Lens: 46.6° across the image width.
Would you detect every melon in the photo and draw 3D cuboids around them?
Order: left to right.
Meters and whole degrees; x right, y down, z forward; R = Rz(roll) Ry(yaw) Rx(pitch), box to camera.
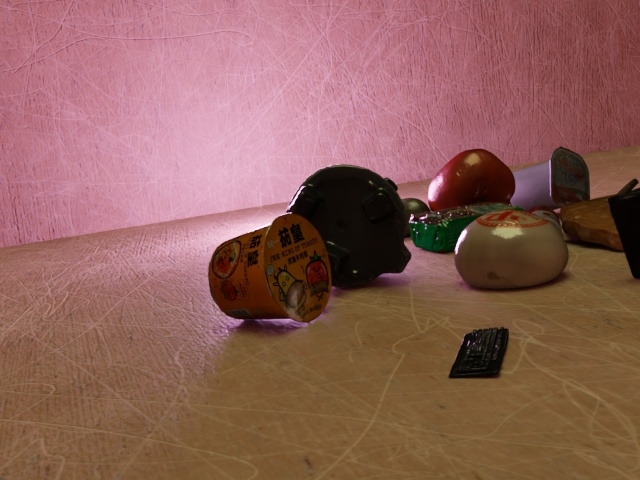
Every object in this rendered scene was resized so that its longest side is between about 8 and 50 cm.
[{"bbox_3d":[0.266,-0.071,2.239,0.114,0.114,0.167,-16,7,-43],"label":"melon"}]

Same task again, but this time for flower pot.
[{"bbox_3d":[0.073,-0.029,1.699,0.299,0.298,0.283,-6,1,8],"label":"flower pot"}]

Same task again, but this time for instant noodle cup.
[{"bbox_3d":[-0.105,0.066,1.470,0.172,0.215,0.216,-12,5,34],"label":"instant noodle cup"}]

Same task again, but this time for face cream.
[{"bbox_3d":[0.530,-0.023,1.786,0.096,0.095,0.214,-5,10,17],"label":"face cream"}]

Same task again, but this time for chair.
[{"bbox_3d":[0.639,-0.024,1.379,0.166,0.188,0.272,-16,8,41],"label":"chair"}]

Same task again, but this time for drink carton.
[{"bbox_3d":[0.691,-0.165,2.258,0.186,0.190,0.190,10,-15,-30],"label":"drink carton"}]

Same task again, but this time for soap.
[{"bbox_3d":[0.400,-0.042,2.003,0.274,0.097,0.218,-11,10,-20],"label":"soap"}]

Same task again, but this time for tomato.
[{"bbox_3d":[0.440,-0.150,2.185,0.260,0.259,0.180,-9,44,-10],"label":"tomato"}]

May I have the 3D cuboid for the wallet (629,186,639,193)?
[{"bbox_3d":[0.936,-0.113,2.182,0.245,0.052,0.169,-16,12,-19],"label":"wallet"}]

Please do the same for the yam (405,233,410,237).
[{"bbox_3d":[0.222,-0.005,2.180,0.107,0.014,0.014,-14,11,-32],"label":"yam"}]

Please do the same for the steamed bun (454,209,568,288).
[{"bbox_3d":[0.393,0.009,1.551,0.232,0.145,0.232,-8,9,1],"label":"steamed bun"}]

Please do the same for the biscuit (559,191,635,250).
[{"bbox_3d":[0.785,-0.063,1.827,0.365,0.062,0.385,-10,15,-10],"label":"biscuit"}]

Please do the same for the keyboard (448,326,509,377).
[{"bbox_3d":[0.241,0.165,1.121,0.074,0.015,0.196,-5,9,19],"label":"keyboard"}]
